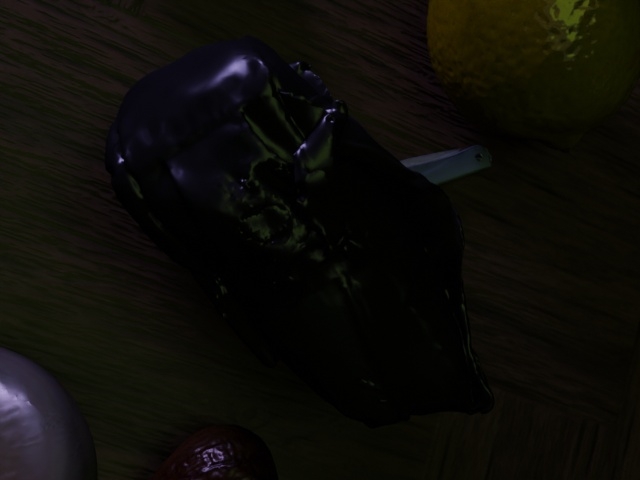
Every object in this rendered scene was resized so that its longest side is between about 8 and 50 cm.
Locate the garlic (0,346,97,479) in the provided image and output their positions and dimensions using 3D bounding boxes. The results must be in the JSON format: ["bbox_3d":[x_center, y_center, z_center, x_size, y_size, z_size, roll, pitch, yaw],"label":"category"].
[{"bbox_3d":[-0.322,0.241,0.818,0.246,0.231,0.340,-28,55,-23],"label":"garlic"}]

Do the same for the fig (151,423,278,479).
[{"bbox_3d":[-0.144,0.263,0.913,0.201,0.134,0.146,-1,75,-13],"label":"fig"}]

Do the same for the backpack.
[{"bbox_3d":[0.000,0.000,0.894,0.255,0.363,0.445,-34,111,3],"label":"backpack"}]

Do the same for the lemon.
[{"bbox_3d":[0.249,-0.244,1.050,0.267,0.267,0.267,2,84,-21],"label":"lemon"}]

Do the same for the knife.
[{"bbox_3d":[0.137,-0.087,1.108,0.162,0.023,0.044,-18,87,-21],"label":"knife"}]
